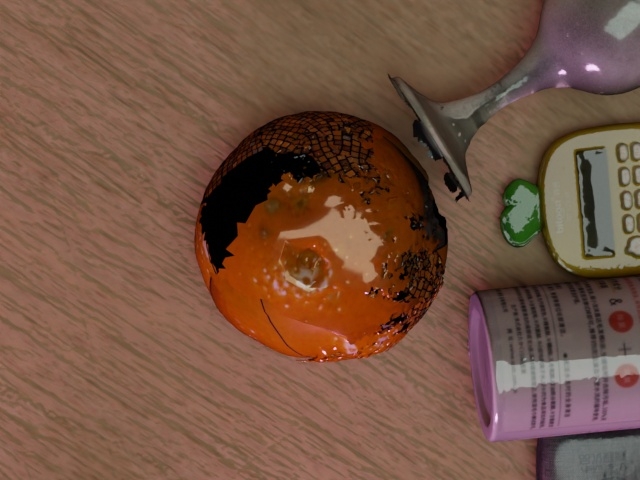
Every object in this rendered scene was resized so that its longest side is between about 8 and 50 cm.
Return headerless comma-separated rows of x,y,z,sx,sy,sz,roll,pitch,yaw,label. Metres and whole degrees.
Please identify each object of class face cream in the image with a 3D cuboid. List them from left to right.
0.331,0.103,1.604,0.370,0.145,0.145,-4,99,-3,face cream

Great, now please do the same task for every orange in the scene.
0.000,0.000,1.556,0.234,0.182,0.234,1,110,2,orange

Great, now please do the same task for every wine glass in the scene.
0.223,-0.171,1.560,0.321,0.143,0.143,-31,99,1,wine glass

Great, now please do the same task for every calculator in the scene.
0.286,-0.038,1.629,0.235,0.032,0.146,-6,97,4,calculator

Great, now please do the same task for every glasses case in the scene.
0.371,0.225,1.660,0.323,0.074,0.131,-5,97,-3,glasses case
